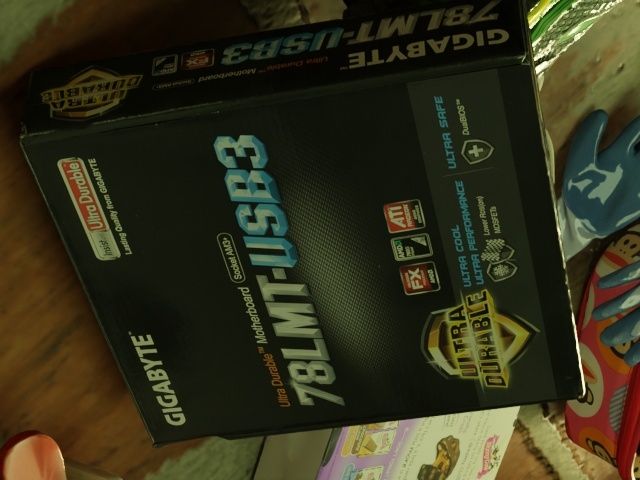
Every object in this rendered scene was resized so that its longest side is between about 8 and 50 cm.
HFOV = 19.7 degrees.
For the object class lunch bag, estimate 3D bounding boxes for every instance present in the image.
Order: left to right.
[{"bbox_3d":[0.353,0.063,1.575,0.293,0.120,0.258,-13,123,-32],"label":"lunch bag"}]

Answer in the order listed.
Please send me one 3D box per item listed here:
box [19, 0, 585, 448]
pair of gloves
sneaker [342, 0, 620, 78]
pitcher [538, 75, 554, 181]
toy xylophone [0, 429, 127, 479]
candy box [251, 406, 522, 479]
[{"bbox_3d":[0.000,0.000,1.131,0.293,0.073,0.295,-8,134,7],"label":"box"},{"bbox_3d":[0.250,-0.007,1.418,0.159,0.023,0.198,-40,100,1],"label":"pair of gloves"},{"bbox_3d":[0.142,-0.188,1.207,0.343,0.134,0.146,-33,161,-22],"label":"sneaker"},{"bbox_3d":[0.101,-0.011,1.289,0.178,0.125,0.207,-60,172,-47],"label":"pitcher"},{"bbox_3d":[-0.256,0.266,1.179,0.323,0.081,0.236,-28,118,-26],"label":"toy xylophone"},{"bbox_3d":[0.053,0.157,1.412,0.196,0.070,0.165,-3,122,-39],"label":"candy box"}]
